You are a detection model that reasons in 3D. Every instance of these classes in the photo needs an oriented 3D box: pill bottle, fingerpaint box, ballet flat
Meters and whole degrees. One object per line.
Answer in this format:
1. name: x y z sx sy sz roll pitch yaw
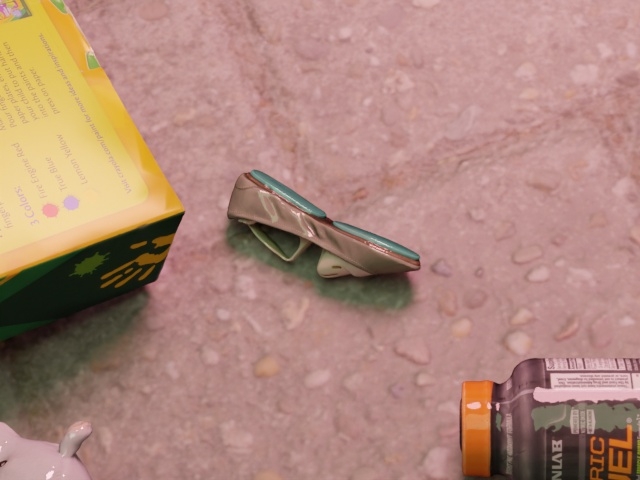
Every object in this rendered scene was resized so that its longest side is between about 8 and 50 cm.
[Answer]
1. pill bottle: 0.249 0.171 1.358 0.246 0.130 0.130 -1 65 6
2. fingerpaint box: -0.404 -0.109 1.440 0.371 0.163 0.444 -22 70 -28
3. ballet flat: 0.000 0.000 1.508 0.213 0.072 0.068 28 98 18

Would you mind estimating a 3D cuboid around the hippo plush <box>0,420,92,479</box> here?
1. hippo plush: -0.261 0.278 1.300 0.294 0.236 0.234 19 68 14
